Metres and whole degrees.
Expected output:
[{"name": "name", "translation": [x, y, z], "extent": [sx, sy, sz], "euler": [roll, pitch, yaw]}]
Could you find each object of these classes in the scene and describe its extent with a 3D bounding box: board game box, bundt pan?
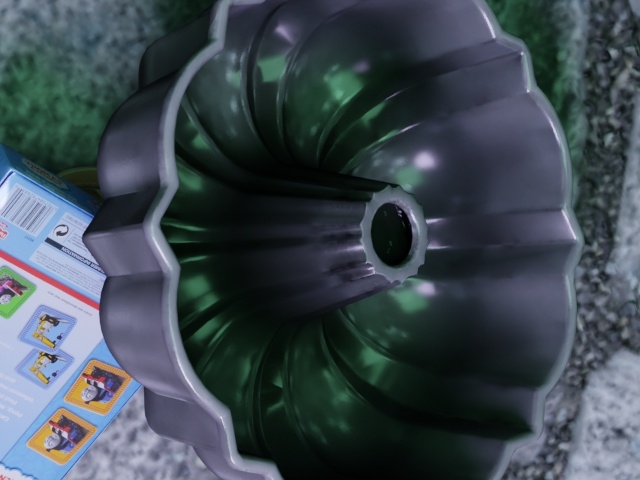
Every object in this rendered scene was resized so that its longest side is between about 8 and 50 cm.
[{"name": "board game box", "translation": [-0.183, 0.066, 0.943], "extent": [0.160, 0.039, 0.211], "euler": [32, 102, -36]}, {"name": "bundt pan", "translation": [0.000, 0.000, 0.927], "extent": [0.331, 0.124, 0.331], "euler": [4, 84, -43]}]

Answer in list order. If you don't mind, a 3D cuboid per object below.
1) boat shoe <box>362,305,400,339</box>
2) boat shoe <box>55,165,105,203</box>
[{"name": "boat shoe", "translation": [0.004, 0.052, 1.040], "extent": [0.100, 0.035, 0.035], "euler": [7, 102, -16]}, {"name": "boat shoe", "translation": [-0.096, -0.004, 0.995], "extent": [0.153, 0.048, 0.056], "euler": [22, 98, -18]}]
